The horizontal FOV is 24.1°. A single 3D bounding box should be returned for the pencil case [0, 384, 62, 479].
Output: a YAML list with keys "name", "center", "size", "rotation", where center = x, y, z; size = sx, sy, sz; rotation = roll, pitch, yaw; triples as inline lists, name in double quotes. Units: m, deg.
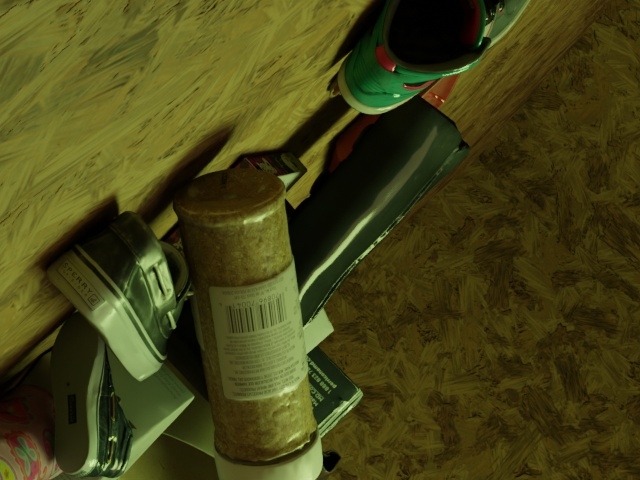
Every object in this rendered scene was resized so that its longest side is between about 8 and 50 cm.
- name: "pencil case"
  center: [-0.357, 0.235, 1.598]
  size: [0.124, 0.124, 0.284]
  rotation: [-45, 177, 9]

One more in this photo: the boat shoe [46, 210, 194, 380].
- name: "boat shoe"
  center: [-0.182, 0.057, 1.528]
  size: [0.119, 0.121, 0.335]
  rotation: [-39, 172, -8]

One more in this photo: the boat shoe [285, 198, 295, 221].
- name: "boat shoe"
  center: [-0.062, -0.019, 2.105]
  size: [0.073, 0.080, 0.223]
  rotation: [-39, 169, -1]

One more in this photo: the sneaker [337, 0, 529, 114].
- name: "sneaker"
  center: [0.155, -0.262, 1.657]
  size: [0.295, 0.124, 0.178]
  rotation: [-41, -177, -16]

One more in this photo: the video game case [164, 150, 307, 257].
- name: "video game case"
  center: [-0.128, -0.013, 1.818]
  size: [0.232, 0.042, 0.210]
  rotation: [-45, 174, 13]

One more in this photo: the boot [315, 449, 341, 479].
- name: "boot"
  center: [-0.036, 0.448, 2.633]
  size: [0.207, 0.090, 0.248]
  rotation: [-42, 172, 8]

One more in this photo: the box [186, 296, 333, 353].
- name: "box"
  center: [-0.089, 0.100, 2.150]
  size: [0.170, 0.130, 0.091]
  rotation: [-7, -156, 44]

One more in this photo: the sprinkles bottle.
- name: "sprinkles bottle"
  center: [-0.075, 0.104, 1.621]
  size: [0.121, 0.121, 0.355]
  rotation: [-38, 129, -48]

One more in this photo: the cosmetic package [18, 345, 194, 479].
- name: "cosmetic package"
  center: [-0.284, 0.215, 1.814]
  size: [0.184, 0.151, 0.151]
  rotation: [-46, 174, 33]

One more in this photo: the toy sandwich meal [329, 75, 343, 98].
- name: "toy sandwich meal"
  center: [0.044, -0.193, 1.786]
  size: [0.085, 0.029, 0.085]
  rotation: [-44, 174, -5]

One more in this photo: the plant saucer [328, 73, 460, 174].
- name: "plant saucer"
  center: [0.103, -0.177, 2.250]
  size: [0.259, 0.048, 0.258]
  rotation: [-42, 174, -10]

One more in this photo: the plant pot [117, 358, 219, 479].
- name: "plant pot"
  center: [-0.170, 0.252, 2.126]
  size: [0.191, 0.284, 0.284]
  rotation: [-65, -175, -30]

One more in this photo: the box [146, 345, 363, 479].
- name: "box"
  center: [-0.222, 0.344, 2.473]
  size: [0.472, 0.297, 0.480]
  rotation: [-44, 175, -15]

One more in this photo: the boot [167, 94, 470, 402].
- name: "boot"
  center: [0.000, 0.000, 1.855]
  size: [0.445, 0.146, 0.367]
  rotation: [-44, 178, 2]

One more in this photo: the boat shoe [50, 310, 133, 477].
- name: "boat shoe"
  center: [-0.252, 0.174, 1.667]
  size: [0.065, 0.183, 0.083]
  rotation: [-7, 164, 27]
